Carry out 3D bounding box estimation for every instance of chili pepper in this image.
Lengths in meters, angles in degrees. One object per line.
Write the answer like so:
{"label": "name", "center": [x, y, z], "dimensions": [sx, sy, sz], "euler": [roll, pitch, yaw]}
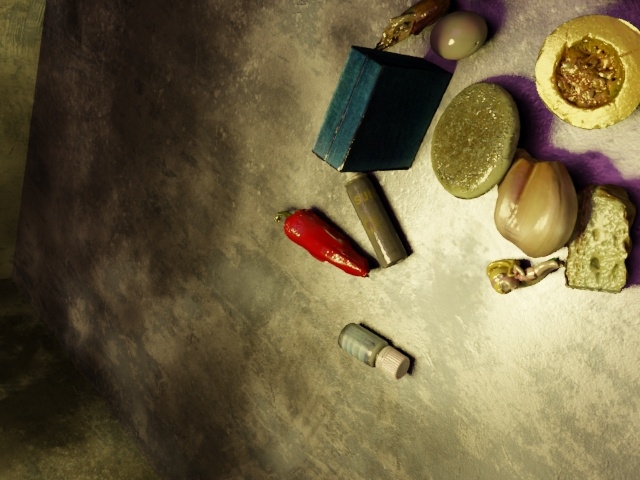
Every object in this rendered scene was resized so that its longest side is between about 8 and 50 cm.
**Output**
{"label": "chili pepper", "center": [0.000, 0.000, 1.740], "dimensions": [0.387, 0.110, 0.110], "euler": [37, 120, 31]}

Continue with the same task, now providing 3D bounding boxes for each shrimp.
{"label": "shrimp", "center": [0.194, -0.508, 1.473], "dimensions": [0.262, 0.117, 0.066], "euler": [-30, 110, 40]}

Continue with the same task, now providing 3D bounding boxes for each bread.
{"label": "bread", "center": [0.335, -0.224, 1.380], "dimensions": [0.267, 0.040, 0.267], "euler": [-21, 65, 56]}
{"label": "bread", "center": [0.566, -0.001, 1.242], "dimensions": [0.128, 0.088, 0.232], "euler": [17, 115, 50]}

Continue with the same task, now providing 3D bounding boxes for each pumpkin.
{"label": "pumpkin", "center": [0.537, -0.331, 1.206], "dimensions": [0.217, 0.110, 0.217], "euler": [17, 119, 33]}

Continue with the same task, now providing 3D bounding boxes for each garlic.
{"label": "garlic", "center": [0.437, -0.066, 1.298], "dimensions": [0.217, 0.110, 0.228], "euler": [-142, 46, -61]}

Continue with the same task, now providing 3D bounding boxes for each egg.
{"label": "egg", "center": [0.307, -0.459, 1.383], "dimensions": [0.135, 0.103, 0.103], "euler": [-4, 94, 43]}

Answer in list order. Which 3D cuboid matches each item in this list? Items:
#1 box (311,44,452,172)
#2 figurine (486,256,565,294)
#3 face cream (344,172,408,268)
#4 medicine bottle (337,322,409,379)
{"label": "box", "center": [0.146, -0.298, 1.439], "dimensions": [0.116, 0.279, 0.261], "euler": [40, 121, 33]}
{"label": "figurine", "center": [0.450, 0.068, 1.369], "dimensions": [0.187, 0.083, 0.083], "euler": [-26, 79, 48]}
{"label": "face cream", "center": [0.138, -0.065, 1.625], "dimensions": [0.073, 0.073, 0.284], "euler": [-36, 73, 40]}
{"label": "medicine bottle", "center": [0.144, 0.299, 1.673], "dimensions": [0.203, 0.083, 0.084], "euler": [26, 114, 38]}
